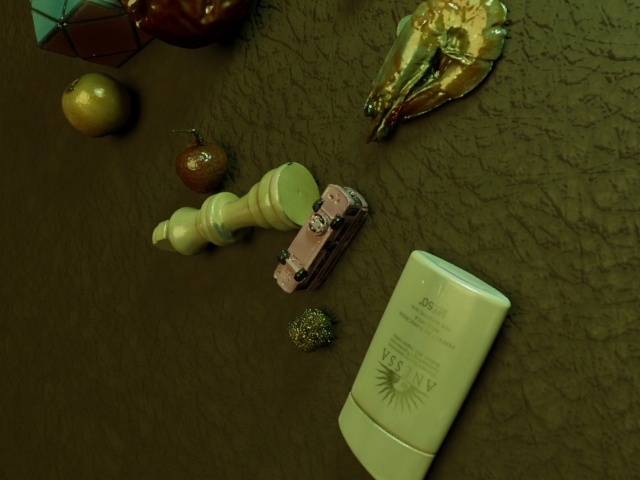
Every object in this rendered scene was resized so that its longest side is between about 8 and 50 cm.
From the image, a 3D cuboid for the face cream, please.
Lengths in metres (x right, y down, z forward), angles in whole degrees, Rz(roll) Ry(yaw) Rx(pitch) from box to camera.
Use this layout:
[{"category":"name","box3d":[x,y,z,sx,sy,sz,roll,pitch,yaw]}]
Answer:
[{"category":"face cream","box3d":[0.141,0.204,0.991,0.173,0.081,0.349,33,108,34]}]

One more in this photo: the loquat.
[{"category":"loquat","box3d":[-0.501,-0.304,1.468,0.163,0.163,0.137,-43,44,29]}]

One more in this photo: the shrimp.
[{"category":"shrimp","box3d":[0.163,-0.259,1.004,0.154,0.062,0.294,47,118,16]}]

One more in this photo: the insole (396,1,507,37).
[{"category":"insole","box3d":[0.199,-0.339,1.013,0.188,0.004,0.064,3,89,37]}]

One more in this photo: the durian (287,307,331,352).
[{"category":"durian","box3d":[-0.020,0.154,1.116,0.080,0.091,0.080,-1,85,15]}]

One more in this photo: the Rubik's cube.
[{"category":"Rubik's cube","box3d":[-0.493,-0.532,1.428,0.205,0.207,0.205,-24,74,36]}]

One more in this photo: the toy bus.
[{"category":"toy bus","box3d":[0.000,0.000,1.102,0.063,0.090,0.203,46,116,29]}]

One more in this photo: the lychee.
[{"category":"lychee","box3d":[-0.230,-0.155,1.270,0.101,0.114,0.140,31,129,4]}]

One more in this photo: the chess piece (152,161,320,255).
[{"category":"chess piece","box3d":[-0.183,-0.037,1.236,0.397,0.117,0.117,-16,79,38]}]

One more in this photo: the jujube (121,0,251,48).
[{"category":"jujube","box3d":[-0.225,-0.550,1.192,0.276,0.276,0.377,47,119,29]}]
